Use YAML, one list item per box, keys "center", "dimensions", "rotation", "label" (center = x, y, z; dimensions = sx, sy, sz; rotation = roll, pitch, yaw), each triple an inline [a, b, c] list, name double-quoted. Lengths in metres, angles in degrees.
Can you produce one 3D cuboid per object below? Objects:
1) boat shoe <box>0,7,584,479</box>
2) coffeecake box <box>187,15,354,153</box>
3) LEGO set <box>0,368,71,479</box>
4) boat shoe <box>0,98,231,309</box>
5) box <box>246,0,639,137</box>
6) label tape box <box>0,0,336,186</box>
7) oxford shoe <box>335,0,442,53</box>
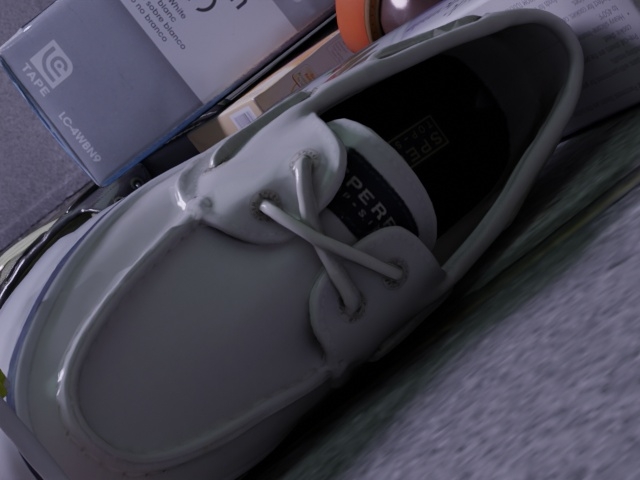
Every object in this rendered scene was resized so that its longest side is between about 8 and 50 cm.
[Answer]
- center: [0.000, 0.000, 0.596]
  dimensions: [0.267, 0.096, 0.088]
  rotation: [-34, -1, -42]
  label: "boat shoe"
- center: [0.027, -0.102, 1.087]
  dimensions: [0.185, 0.068, 0.142]
  rotation: [-40, 8, -18]
  label: "coffeecake box"
- center: [-0.119, 0.101, 0.473]
  dimensions: [0.287, 0.107, 0.132]
  rotation: [-30, 11, 43]
  label: "LEGO set"
- center: [-0.132, -0.008, 1.256]
  dimensions: [0.223, 0.080, 0.073]
  rotation: [-37, 19, 5]
  label: "boat shoe"
- center: [0.052, -0.062, 0.784]
  dimensions: [0.063, 0.067, 0.324]
  rotation: [-43, 9, -30]
  label: "box"
- center: [-0.001, -0.200, 1.117]
  dimensions: [0.348, 0.115, 0.249]
  rotation: [-37, 6, 27]
  label: "label tape box"
- center: [0.135, -0.149, 0.917]
  dimensions: [0.271, 0.097, 0.098]
  rotation: [-35, 39, -30]
  label: "oxford shoe"
